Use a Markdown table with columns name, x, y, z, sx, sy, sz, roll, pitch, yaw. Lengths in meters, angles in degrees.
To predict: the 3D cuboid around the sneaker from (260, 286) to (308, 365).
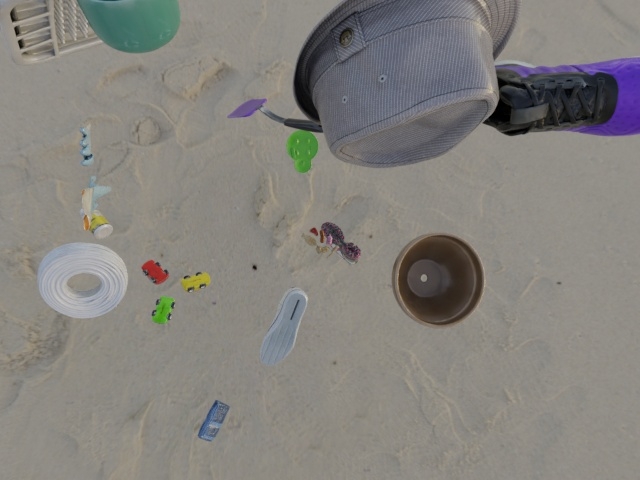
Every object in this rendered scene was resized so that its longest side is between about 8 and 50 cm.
| name | x | y | z | sx | sy | sz | roll | pitch | yaw |
| --- | --- | --- | --- | --- | --- | --- | --- | --- | --- |
| sneaker | -0.110 | 0.265 | 1.255 | 0.094 | 0.091 | 0.258 | 27 | 96 | -11 |

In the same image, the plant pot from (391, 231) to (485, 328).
| name | x | y | z | sx | sy | sz | roll | pitch | yaw |
| --- | --- | --- | --- | --- | --- | --- | --- | --- | --- |
| plant pot | 0.285 | 0.099 | 1.033 | 0.238 | 0.110 | 0.237 | 1 | 87 | -10 |

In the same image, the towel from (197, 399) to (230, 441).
| name | x | y | z | sx | sy | sz | roll | pitch | yaw |
| --- | --- | --- | --- | --- | --- | --- | --- | --- | --- |
| towel | -0.342 | 0.583 | 1.301 | 0.067 | 0.029 | 0.119 | 45 | 61 | -40 |

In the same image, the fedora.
| name | x | y | z | sx | sy | sz | roll | pitch | yaw |
| --- | --- | --- | --- | --- | --- | --- | --- | --- | --- |
| fedora | 0.102 | -0.168 | 0.467 | 0.276 | 0.244 | 0.124 | -17 | 72 | 27 |

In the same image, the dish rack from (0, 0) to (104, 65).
| name | x | y | z | sx | sy | sz | roll | pitch | yaw |
| --- | --- | --- | --- | --- | --- | --- | --- | --- | --- |
| dish rack | -0.474 | -0.479 | 0.813 | 0.333 | 0.286 | 0.072 | -34 | 105 | -27 |

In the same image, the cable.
| name | x | y | z | sx | sy | sz | roll | pitch | yaw |
| --- | --- | --- | --- | --- | --- | --- | --- | --- | --- |
| cable | -0.766 | 0.132 | 1.305 | 0.257 | 0.089 | 0.257 | 15 | 111 | -32 |

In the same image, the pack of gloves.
| name | x | y | z | sx | sy | sz | roll | pitch | yaw |
| --- | --- | --- | --- | --- | --- | --- | --- | --- | --- |
| pack of gloves | -0.474 | -0.144 | 0.857 | 0.046 | 0.232 | 0.194 | -1 | 107 | -26 |

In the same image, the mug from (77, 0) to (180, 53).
| name | x | y | z | sx | sy | sz | roll | pitch | yaw |
| --- | --- | --- | --- | --- | --- | --- | --- | --- | --- |
| mug | -0.264 | -0.346 | 0.585 | 0.130 | 0.097 | 0.157 | 23 | 64 | 10 |

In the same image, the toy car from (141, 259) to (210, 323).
| name | x | y | z | sx | sy | sz | roll | pitch | yaw |
| --- | --- | --- | --- | --- | --- | --- | --- | --- | --- |
| toy car | -0.521 | 0.190 | 1.387 | 0.239 | 0.053 | 0.224 | 14 | 52 | -7 |

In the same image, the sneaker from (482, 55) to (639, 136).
| name | x | y | z | sx | sy | sz | roll | pitch | yaw |
| --- | --- | --- | --- | --- | --- | --- | --- | --- | --- |
| sneaker | 0.319 | -0.184 | 0.549 | 0.146 | 0.294 | 0.102 | -29 | 124 | -33 |

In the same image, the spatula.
| name | x | y | z | sx | sy | sz | roll | pitch | yaw |
| --- | --- | --- | --- | --- | --- | --- | --- | --- | --- |
| spatula | -0.100 | -0.296 | 0.965 | 0.297 | 0.030 | 0.084 | 23 | 60 | 27 |

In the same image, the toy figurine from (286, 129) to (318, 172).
| name | x | y | z | sx | sy | sz | roll | pitch | yaw |
| --- | --- | --- | --- | --- | --- | --- | --- | --- | --- |
| toy figurine | -0.082 | -0.382 | 1.687 | 0.130 | 0.159 | 0.173 | -5 | 111 | -7 |

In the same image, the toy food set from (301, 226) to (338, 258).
| name | x | y | z | sx | sy | sz | roll | pitch | yaw |
| --- | --- | --- | --- | --- | --- | --- | --- | --- | --- |
| toy food set | 0.000 | 0.000 | 1.359 | 0.122 | 0.019 | 0.078 | 44 | 85 | -13 |

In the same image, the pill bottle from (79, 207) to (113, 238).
| name | x | y | z | sx | sy | sz | roll | pitch | yaw |
| --- | --- | --- | --- | --- | --- | --- | --- | --- | --- |
| pill bottle | -0.783 | -0.065 | 1.400 | 0.065 | 0.065 | 0.116 | -41 | 73 | -18 |

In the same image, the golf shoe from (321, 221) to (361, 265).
| name | x | y | z | sx | sy | sz | roll | pitch | yaw |
| --- | --- | --- | --- | --- | --- | --- | --- | --- | --- |
| golf shoe | 0.063 | 0.015 | 1.435 | 0.068 | 0.086 | 0.186 | -31 | 68 | -27 |
